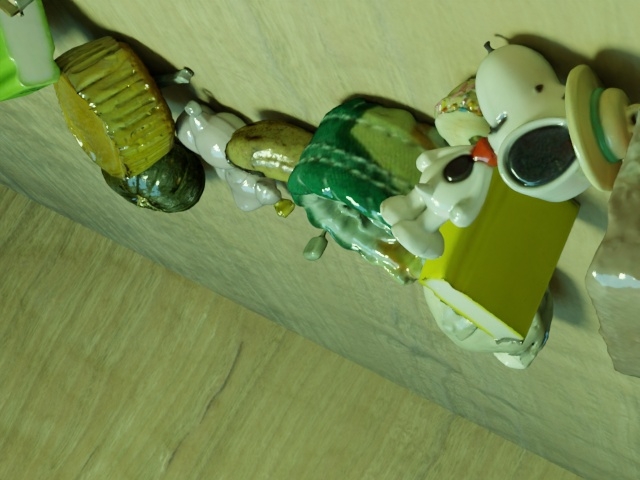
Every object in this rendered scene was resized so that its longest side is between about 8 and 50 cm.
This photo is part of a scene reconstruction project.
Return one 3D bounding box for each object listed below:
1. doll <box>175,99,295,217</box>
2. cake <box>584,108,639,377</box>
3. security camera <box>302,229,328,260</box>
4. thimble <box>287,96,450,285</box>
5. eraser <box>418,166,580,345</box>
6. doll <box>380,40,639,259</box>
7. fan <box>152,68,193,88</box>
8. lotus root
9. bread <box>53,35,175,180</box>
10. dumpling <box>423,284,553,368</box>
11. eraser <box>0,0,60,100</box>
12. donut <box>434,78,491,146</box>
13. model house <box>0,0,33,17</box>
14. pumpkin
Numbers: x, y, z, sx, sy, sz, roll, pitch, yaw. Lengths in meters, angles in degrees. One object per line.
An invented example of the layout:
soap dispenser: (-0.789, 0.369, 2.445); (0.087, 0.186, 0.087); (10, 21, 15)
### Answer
doll: (-0.160, -0.145, 2.003); (0.160, 0.094, 0.365); (34, 168, 31)
cake: (0.409, 0.015, 1.068); (0.230, 0.237, 0.309); (10, 157, 30)
security camera: (0.000, 0.000, 2.174); (0.058, 0.092, 0.058); (27, 165, 8)
thimble: (0.101, -0.064, 1.586); (0.254, 0.167, 0.288); (16, 159, 48)
eraser: (0.233, 0.001, 1.436); (0.158, 0.226, 0.069); (36, 157, -20)
doll: (0.204, -0.074, 1.183); (0.208, 0.271, 0.144); (42, -160, 32)
fan: (-0.283, -0.277, 1.946); (0.057, 0.023, 0.282); (45, 163, -25)
lotus root: (-0.034, -0.135, 1.774); (0.258, 0.097, 0.110); (17, -161, 17)
bread: (-0.357, -0.233, 1.918); (0.227, 0.142, 0.253); (53, 160, 14)
dumpling: (0.265, 0.069, 1.813); (0.318, 0.187, 0.243); (46, -163, -38)
eraser: (-0.536, -0.347, 1.883); (0.274, 0.092, 0.210); (-3, 104, 63)
donut: (0.195, -0.148, 1.307); (0.108, 0.065, 0.166); (37, 166, -22)
model house: (-0.402, -0.434, 1.199); (0.244, 0.169, 0.326); (44, 155, 27)
pumpkin: (-0.348, -0.137, 2.289); (0.224, 0.157, 0.223); (19, 169, 4)
